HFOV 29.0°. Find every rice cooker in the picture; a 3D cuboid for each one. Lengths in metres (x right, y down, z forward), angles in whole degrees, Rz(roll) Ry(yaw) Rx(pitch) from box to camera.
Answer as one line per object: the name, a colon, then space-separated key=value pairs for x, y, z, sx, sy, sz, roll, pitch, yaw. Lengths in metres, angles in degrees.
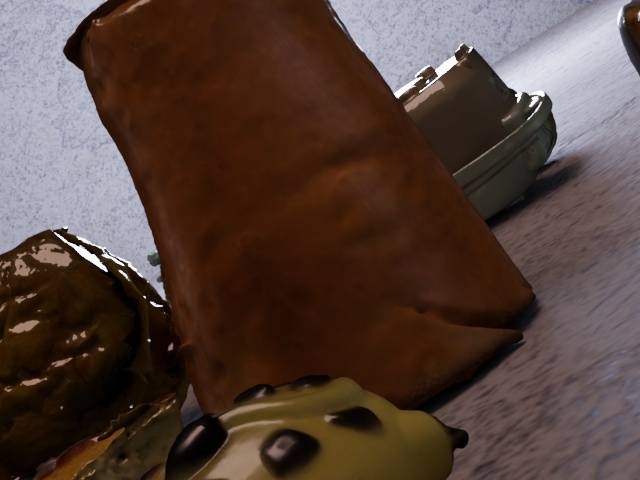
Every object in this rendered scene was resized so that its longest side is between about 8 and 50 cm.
rice cooker: x=0.087 y=-0.064 z=0.990 sx=0.206 sy=0.127 sz=0.145 roll=-38 pitch=7 yaw=24

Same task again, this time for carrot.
carrot: x=-0.027 y=-0.028 z=0.656 sx=0.196 sy=0.254 sz=0.196 roll=-30 pitch=1 yaw=1

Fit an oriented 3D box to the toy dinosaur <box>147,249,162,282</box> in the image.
toy dinosaur: x=-0.168 y=0.025 z=1.770 sx=0.129 sy=0.076 sz=0.383 roll=3 pitch=21 yaw=12

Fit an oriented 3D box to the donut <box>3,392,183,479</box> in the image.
donut: x=-0.122 y=0.147 z=0.526 sx=0.146 sy=0.078 sz=0.181 roll=-33 pitch=8 yaw=21

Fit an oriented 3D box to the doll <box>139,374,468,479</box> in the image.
doll: x=-0.076 y=0.129 z=0.380 sx=0.291 sy=0.086 sz=0.117 roll=-31 pitch=12 yaw=-27

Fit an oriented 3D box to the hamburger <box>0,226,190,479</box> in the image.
hamburger: x=-0.203 y=0.085 z=0.877 sx=0.206 sy=0.183 sz=0.130 roll=-33 pitch=-21 yaw=-12

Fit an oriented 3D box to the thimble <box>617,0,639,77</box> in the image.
thimble: x=0.210 y=-0.085 z=0.548 sx=0.127 sy=0.117 sz=0.151 roll=-27 pitch=6 yaw=35

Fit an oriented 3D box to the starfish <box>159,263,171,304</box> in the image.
starfish: x=-0.101 y=0.045 z=1.091 sx=0.216 sy=0.071 sz=0.238 roll=-55 pitch=26 yaw=10

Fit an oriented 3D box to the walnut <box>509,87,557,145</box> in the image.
walnut: x=0.162 y=-0.093 z=1.082 sx=0.092 sy=0.092 sz=0.092 roll=-31 pitch=6 yaw=3
